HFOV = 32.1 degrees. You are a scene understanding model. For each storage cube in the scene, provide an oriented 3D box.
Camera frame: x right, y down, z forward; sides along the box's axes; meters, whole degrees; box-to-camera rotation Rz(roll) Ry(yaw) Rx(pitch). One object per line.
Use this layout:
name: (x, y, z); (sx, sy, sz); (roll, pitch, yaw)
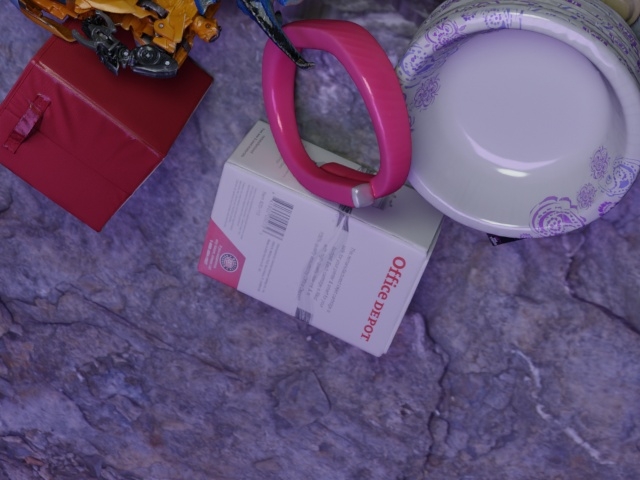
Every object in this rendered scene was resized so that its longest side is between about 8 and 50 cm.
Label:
storage cube: (-0.285, -0.163, 1.416); (0.193, 0.215, 0.183); (37, 131, -14)

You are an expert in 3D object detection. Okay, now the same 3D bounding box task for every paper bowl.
paper bowl: (0.225, -0.154, 1.236); (0.284, 0.148, 0.284); (12, 128, 15)

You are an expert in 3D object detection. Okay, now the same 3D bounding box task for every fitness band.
fitness band: (0.010, -0.150, 1.286); (0.291, 0.054, 0.209); (22, 128, 61)

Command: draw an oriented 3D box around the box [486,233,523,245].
box: (0.243, -0.038, 1.379); (0.083, 0.052, 0.062); (-14, 118, 32)

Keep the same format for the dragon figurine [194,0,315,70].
dragon figurine: (-0.093, -0.297, 1.234); (0.144, 0.289, 0.085); (11, 145, -36)

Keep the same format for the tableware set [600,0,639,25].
tableware set: (0.371, -0.245, 1.187); (0.168, 0.020, 0.141); (45, 129, -13)

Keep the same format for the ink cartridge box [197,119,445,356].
ink cartridge box: (0.000, 0.000, 1.472); (0.283, 0.117, 0.207); (25, 131, 5)

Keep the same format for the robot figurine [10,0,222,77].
robot figurine: (-0.246, -0.307, 1.314); (0.291, 0.211, 0.085); (30, 161, 2)
